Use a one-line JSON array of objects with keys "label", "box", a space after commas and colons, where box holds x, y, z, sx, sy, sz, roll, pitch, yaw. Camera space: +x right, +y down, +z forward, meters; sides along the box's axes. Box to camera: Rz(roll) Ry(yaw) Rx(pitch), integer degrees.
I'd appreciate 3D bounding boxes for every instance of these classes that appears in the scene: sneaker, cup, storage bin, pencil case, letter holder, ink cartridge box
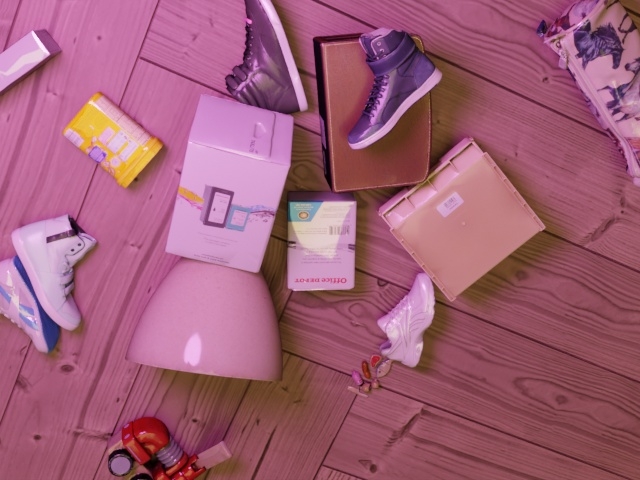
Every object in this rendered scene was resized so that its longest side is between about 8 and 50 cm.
[{"label": "sneaker", "box": [-0.542, 0.068, 1.751, 0.151, 0.094, 0.255, -21, 110, 0]}, {"label": "cup", "box": [-0.228, 0.159, 1.713, 0.331, 0.331, 0.236, 9, 83, -7]}, {"label": "storage bin", "box": [0.299, -0.051, 1.760, 0.262, 0.123, 0.260, -39, 106, 9]}, {"label": "pencil case", "box": [0.618, -0.312, 1.675, 0.183, 0.160, 0.410, -41, 107, -8]}, {"label": "letter holder", "box": [0.109, -0.269, 1.661, 0.215, 0.152, 0.301, -7, 108, -4]}, {"label": "ink cartridge box", "box": [-0.180, -0.115, 1.622, 0.197, 0.198, 0.270, 13, 126, -9]}, {"label": "sneaker", "box": [-0.651, 0.147, 1.779, 0.092, 0.087, 0.228, -19, 102, 10]}, {"label": "sneaker", "box": [-0.138, -0.375, 1.628, 0.147, 0.104, 0.295, -21, 113, -2]}, {"label": "sneaker", "box": [0.101, -0.295, 1.519, 0.226, 0.086, 0.163, -46, 119, -3]}, {"label": "ink cartridge box", "box": [0.000, 0.000, 1.772, 0.148, 0.086, 0.203, 0, 109, -5]}, {"label": "sneaker", "box": [0.192, 0.179, 1.846, 0.115, 0.090, 0.232, 11, 106, -4]}]

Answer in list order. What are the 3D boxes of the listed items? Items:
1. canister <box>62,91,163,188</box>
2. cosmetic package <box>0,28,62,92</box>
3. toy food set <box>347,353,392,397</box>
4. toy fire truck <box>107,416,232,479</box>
[{"label": "canister", "box": [-0.431, -0.210, 1.679, 0.170, 0.073, 0.126, 41, 101, -14]}, {"label": "cosmetic package", "box": [-0.638, -0.330, 1.612, 0.239, 0.099, 0.060, -34, 105, 6]}, {"label": "toy food set", "box": [0.117, 0.318, 1.919, 0.078, 0.019, 0.122, 26, 104, -12]}, {"label": "toy fire truck", "box": [-0.346, 0.502, 1.890, 0.246, 0.158, 0.217, -35, 107, -5]}]
